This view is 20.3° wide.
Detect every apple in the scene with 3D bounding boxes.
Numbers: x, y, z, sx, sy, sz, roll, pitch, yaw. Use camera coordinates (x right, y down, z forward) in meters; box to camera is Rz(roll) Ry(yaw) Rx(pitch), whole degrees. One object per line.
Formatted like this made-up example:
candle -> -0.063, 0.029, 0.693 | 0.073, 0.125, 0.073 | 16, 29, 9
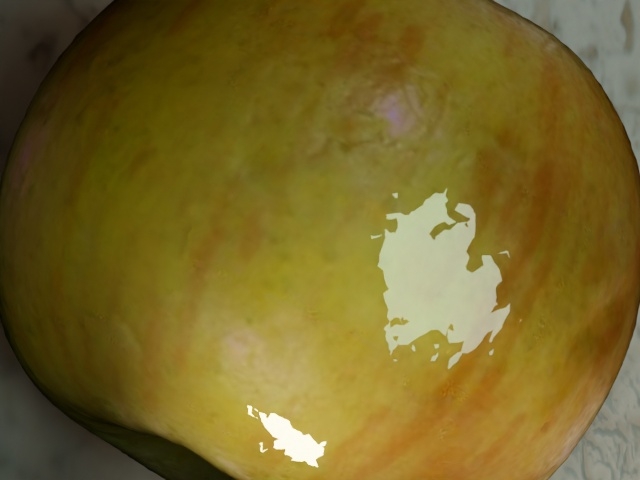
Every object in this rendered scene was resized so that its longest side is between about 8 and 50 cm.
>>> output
apple -> 0.000, 0.000, 0.763 | 0.286, 0.286, 0.233 | 39, 73, -41
